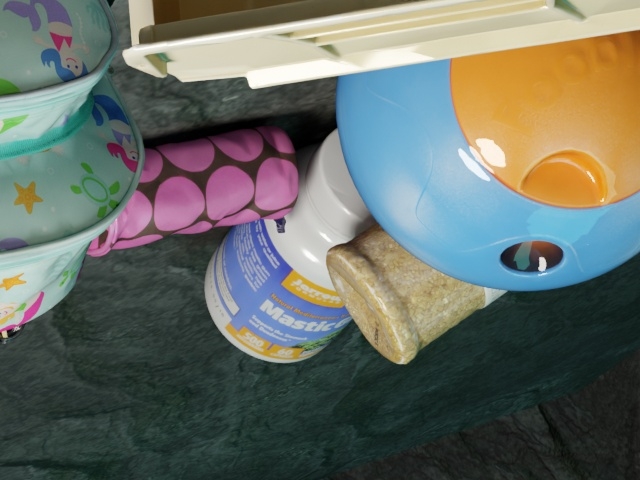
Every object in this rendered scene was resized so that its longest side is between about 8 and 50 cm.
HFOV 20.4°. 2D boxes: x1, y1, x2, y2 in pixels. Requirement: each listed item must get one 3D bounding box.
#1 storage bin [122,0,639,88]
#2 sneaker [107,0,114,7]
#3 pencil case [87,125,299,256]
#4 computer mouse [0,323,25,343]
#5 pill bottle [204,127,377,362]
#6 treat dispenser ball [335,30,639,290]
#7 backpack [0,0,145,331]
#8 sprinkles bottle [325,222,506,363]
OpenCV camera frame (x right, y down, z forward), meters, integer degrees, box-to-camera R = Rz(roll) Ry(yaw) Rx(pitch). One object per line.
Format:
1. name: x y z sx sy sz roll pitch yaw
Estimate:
1. storage bin: 0.029 -0.214 0.761 0.260 0.262 0.123 -7 174 16
2. sneaker: -0.126 -0.173 1.100 0.121 0.079 0.217 -17 160 -24
3. pencil case: -0.119 -0.039 1.521 0.209 0.095 0.098 -10 173 -38
4. computer mouse: -0.258 0.002 1.350 0.071 0.041 0.242 -44 147 -25
5. pill bottle: 0.000 0.000 1.701 0.152 0.152 0.272 -16 162 -30
6. treat dispenser ball: 0.155 -0.105 1.360 0.288 0.288 0.288 -24 164 -7
7. backpack: -0.217 -0.076 0.952 0.225 0.253 0.191 -11 158 -39
8. sprinkles bottle: 0.178 -0.035 1.553 0.355 0.121 0.121 -33 166 -13
